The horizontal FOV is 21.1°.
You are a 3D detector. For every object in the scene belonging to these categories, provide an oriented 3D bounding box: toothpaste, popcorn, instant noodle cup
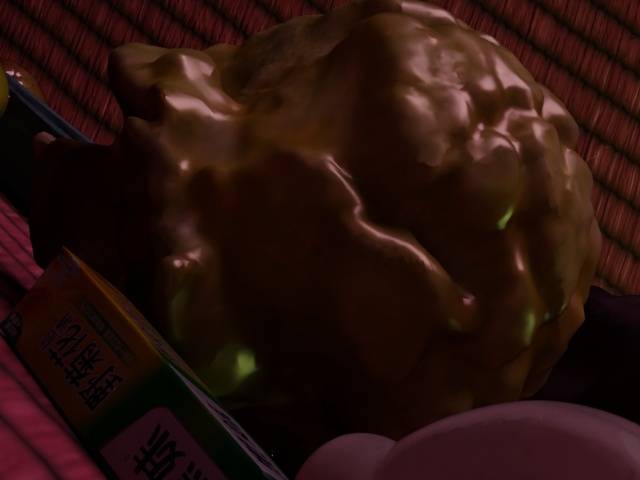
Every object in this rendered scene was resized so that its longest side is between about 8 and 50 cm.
[{"bbox_3d":[-0.062,0.060,0.608,0.037,0.043,0.178,42,-1,-38],"label":"toothpaste"},{"bbox_3d":[0.000,0.000,0.815,0.270,0.224,0.258,4,-23,22],"label":"popcorn"},{"bbox_3d":[-0.168,-0.030,1.246,0.157,0.070,0.179,39,-2,38],"label":"instant noodle cup"}]

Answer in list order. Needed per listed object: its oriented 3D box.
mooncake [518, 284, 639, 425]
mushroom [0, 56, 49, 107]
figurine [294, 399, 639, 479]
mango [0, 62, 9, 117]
[{"bbox_3d":[0.254,0.146,1.005,0.212,0.381,0.350,38,38,-28],"label":"mooncake"},{"bbox_3d":[-0.273,-0.118,1.434,0.088,0.073,0.129,5,13,-26],"label":"mushroom"},{"bbox_3d":[0.093,0.144,0.492,0.155,0.127,0.235,18,-19,36],"label":"figurine"},{"bbox_3d":[-0.261,-0.123,1.081,0.165,0.074,0.091,41,0,22],"label":"mango"}]
